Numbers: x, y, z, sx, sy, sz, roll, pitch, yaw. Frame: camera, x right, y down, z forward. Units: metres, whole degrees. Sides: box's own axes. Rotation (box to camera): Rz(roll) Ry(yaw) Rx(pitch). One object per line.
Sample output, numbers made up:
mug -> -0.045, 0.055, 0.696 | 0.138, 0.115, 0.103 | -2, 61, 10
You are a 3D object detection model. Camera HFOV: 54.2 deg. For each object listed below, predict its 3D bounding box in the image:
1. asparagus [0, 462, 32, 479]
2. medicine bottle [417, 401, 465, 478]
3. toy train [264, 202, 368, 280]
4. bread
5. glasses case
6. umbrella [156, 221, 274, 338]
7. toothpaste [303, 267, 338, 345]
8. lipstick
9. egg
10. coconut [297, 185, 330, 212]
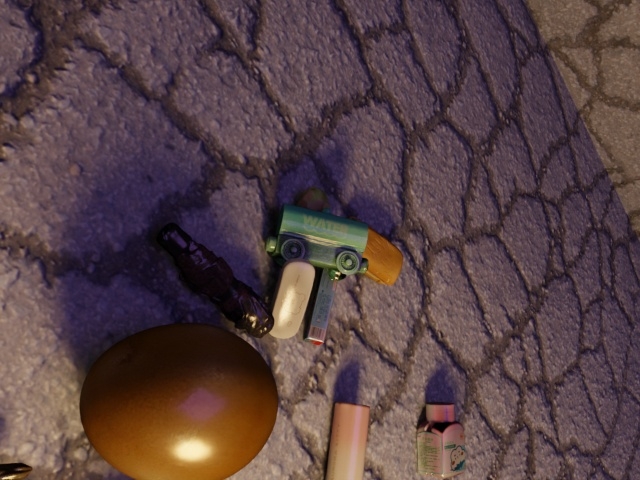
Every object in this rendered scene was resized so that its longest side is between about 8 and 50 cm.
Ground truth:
asparagus -> -0.578, 0.390, 0.922 | 0.287, 0.080, 0.080 | -14, 93, -35
medicine bottle -> 0.328, 0.539, 1.705 | 0.119, 0.095, 0.187 | 8, 78, -43
toy train -> 0.000, 0.000, 1.450 | 0.249, 0.101, 0.159 | 14, 78, -13
bread -> 0.132, 0.028, 1.629 | 0.200, 0.077, 0.115 | 36, 68, -32
glasses case -> -0.067, 0.130, 1.391 | 0.074, 0.049, 0.193 | 11, 110, -19
umbrella -> -0.214, 0.088, 1.290 | 0.326, 0.090, 0.094 | 46, 59, -27
toothpaste -> 0.002, 0.153, 1.506 | 0.044, 0.070, 0.193 | 17, 69, -8
lipstick -> 0.057, 0.549, 1.462 | 0.087, 0.087, 0.326 | 21, 69, -38
egg -> -0.240, 0.285, 1.103 | 0.352, 0.283, 0.282 | 18, 71, -33
coconut -> -0.018, -0.088, 1.507 | 0.083, 0.081, 0.082 | -1, 119, -57
